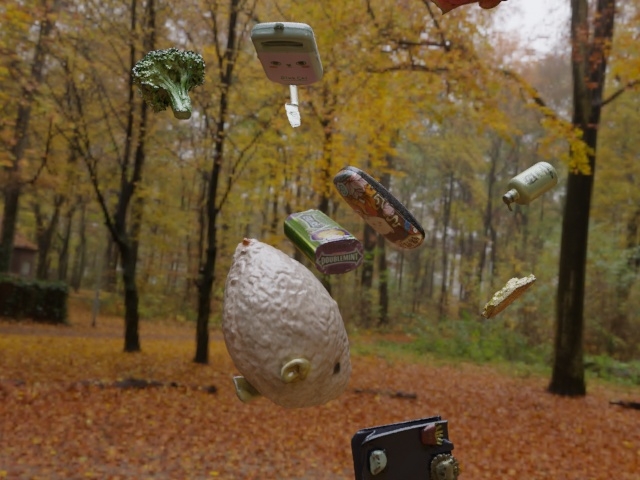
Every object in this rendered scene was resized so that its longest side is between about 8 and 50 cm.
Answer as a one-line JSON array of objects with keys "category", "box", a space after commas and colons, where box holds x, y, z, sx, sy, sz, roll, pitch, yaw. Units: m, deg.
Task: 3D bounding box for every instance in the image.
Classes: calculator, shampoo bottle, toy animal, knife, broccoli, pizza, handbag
[{"category": "calculator", "box": [-0.074, -0.425, 1.642, 0.141, 0.045, 0.246, 3, -16, 8]}, {"category": "shampoo bottle", "box": [0.545, -0.142, 1.903, 0.162, 0.079, 0.079, -30, 8, -21]}, {"category": "toy animal", "box": [-0.071, 0.163, 1.339, 0.188, 0.358, 0.226, -26, 8, 44]}, {"category": "knife", "box": [-0.086, -0.411, 2.209, 0.047, 0.017, 0.297, 17, 35, -19]}, {"category": "broccoli", "box": [-0.379, -0.392, 1.856, 0.220, 0.194, 0.194, 6, -4, -44]}, {"category": "pizza", "box": [0.446, 0.131, 1.734, 0.035, 0.160, 0.099, 51, 10, 25]}, {"category": "handbag", "box": [0.275, 0.724, 2.251, 0.329, 0.303, 0.122, -8, 4, -9]}]

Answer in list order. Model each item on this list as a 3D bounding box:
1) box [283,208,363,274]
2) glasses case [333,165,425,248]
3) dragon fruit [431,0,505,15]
[{"category": "box", "box": [0.000, 0.000, 1.977, 0.134, 0.097, 0.345, -10, 17, -15]}, {"category": "glasses case", "box": [0.170, -0.091, 2.077, 0.321, 0.082, 0.122, 42, -27, -14]}, {"category": "dragon fruit", "box": [0.263, -0.489, 1.162, 0.224, 0.227, 0.224, 44, -2, 2]}]
